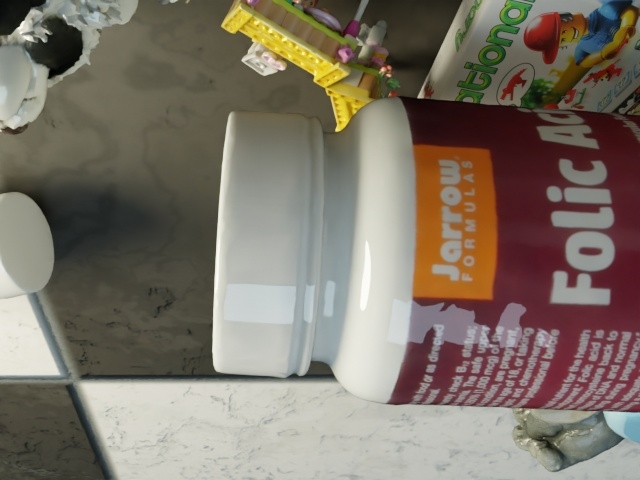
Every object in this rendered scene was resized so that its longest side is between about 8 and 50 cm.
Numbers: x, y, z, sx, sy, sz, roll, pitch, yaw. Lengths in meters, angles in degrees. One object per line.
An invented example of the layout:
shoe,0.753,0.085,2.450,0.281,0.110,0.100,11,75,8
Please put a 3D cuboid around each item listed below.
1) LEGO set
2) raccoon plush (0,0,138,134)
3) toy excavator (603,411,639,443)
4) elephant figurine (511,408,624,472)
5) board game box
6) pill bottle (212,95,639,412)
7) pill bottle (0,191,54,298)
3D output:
LEGO set,0.011,-0.167,0.651,0.132,0.107,0.287,11,163,46
raccoon plush,-0.192,-0.280,0.468,0.216,0.299,0.447,18,107,-1
toy excavator,0.338,0.106,0.862,0.445,0.222,0.433,-12,143,11
elephant figurine,0.299,0.173,1.024,0.186,0.169,0.239,-28,126,-8
board game box,0.201,-0.149,0.686,0.192,0.053,0.305,8,140,-12
pill bottle,0.123,0.011,0.593,0.392,0.224,0.224,3,141,-5
pill bottle,-0.399,0.023,0.814,0.229,0.131,0.131,-11,140,12
